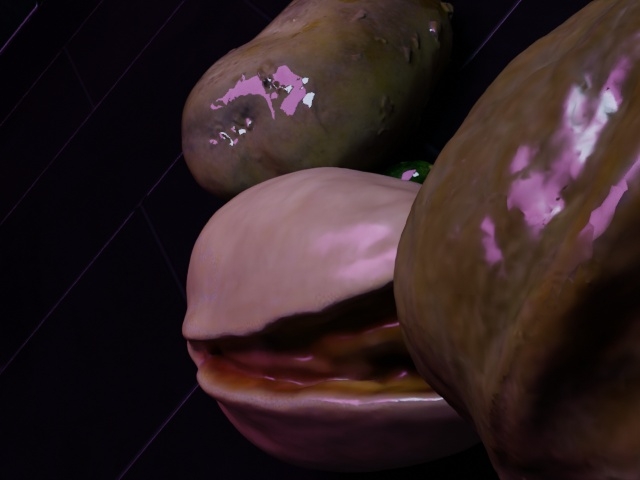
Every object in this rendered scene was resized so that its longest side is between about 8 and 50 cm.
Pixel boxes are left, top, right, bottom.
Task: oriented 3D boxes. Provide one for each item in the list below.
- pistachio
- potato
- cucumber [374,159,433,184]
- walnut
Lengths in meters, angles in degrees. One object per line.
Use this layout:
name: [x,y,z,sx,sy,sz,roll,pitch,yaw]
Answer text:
pistachio: [0.027,0.047,0.995,0.299,0.187,0.187,-2,52,55]
potato: [0.010,-0.131,1.344,0.192,0.141,0.296,-9,34,41]
cucumber: [0.000,0.000,1.278,0.284,0.056,0.056,-30,30,50]
walnut: [0.166,-0.002,0.691,0.283,0.227,0.283,-44,-21,-22]
